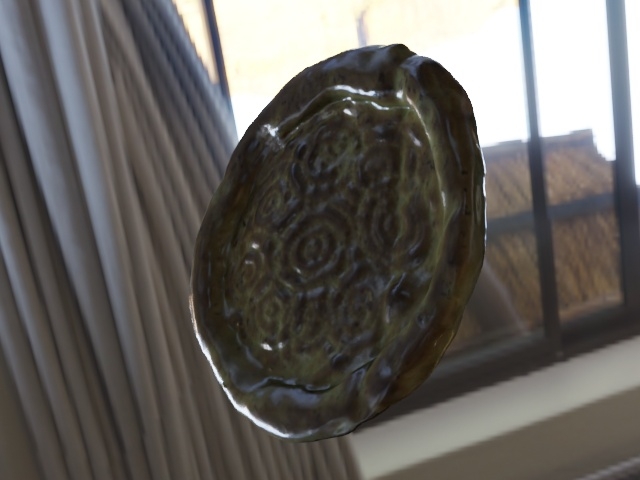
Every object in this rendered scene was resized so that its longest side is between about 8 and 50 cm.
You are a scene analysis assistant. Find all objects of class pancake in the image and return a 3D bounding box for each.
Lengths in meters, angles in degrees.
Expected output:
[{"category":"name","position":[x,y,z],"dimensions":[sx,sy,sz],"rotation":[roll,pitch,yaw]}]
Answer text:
[{"category":"pancake","position":[0.001,0.000,0.725],"dimensions":[0.031,0.250,0.250],"rotation":[19,177,-43]}]
